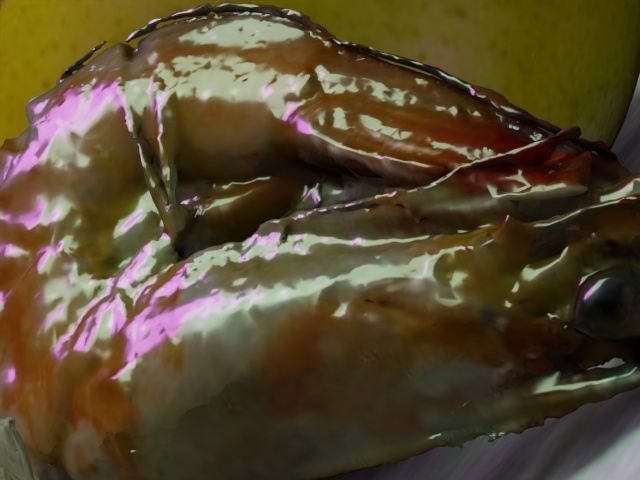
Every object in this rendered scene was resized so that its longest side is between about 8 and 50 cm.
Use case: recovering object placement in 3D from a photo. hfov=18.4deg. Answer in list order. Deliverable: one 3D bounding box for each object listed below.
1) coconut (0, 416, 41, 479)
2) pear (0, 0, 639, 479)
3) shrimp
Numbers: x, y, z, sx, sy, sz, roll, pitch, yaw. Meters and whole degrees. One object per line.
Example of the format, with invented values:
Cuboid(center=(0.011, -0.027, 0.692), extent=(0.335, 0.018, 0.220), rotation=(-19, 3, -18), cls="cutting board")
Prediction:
Cuboid(center=(-0.138, 0.097, 0.337), extent=(0.194, 0.194, 0.194), rotation=(-47, 6, 6), cls="coconut")
Cuboid(center=(-0.015, -0.056, 0.760), extent=(0.285, 0.285, 0.336), rotation=(-93, 7, -82), cls="pear")
Cuboid(center=(0.000, 0.000, 0.561), extent=(0.294, 0.154, 0.062), rotation=(-6, -13, 32), cls="shrimp")
